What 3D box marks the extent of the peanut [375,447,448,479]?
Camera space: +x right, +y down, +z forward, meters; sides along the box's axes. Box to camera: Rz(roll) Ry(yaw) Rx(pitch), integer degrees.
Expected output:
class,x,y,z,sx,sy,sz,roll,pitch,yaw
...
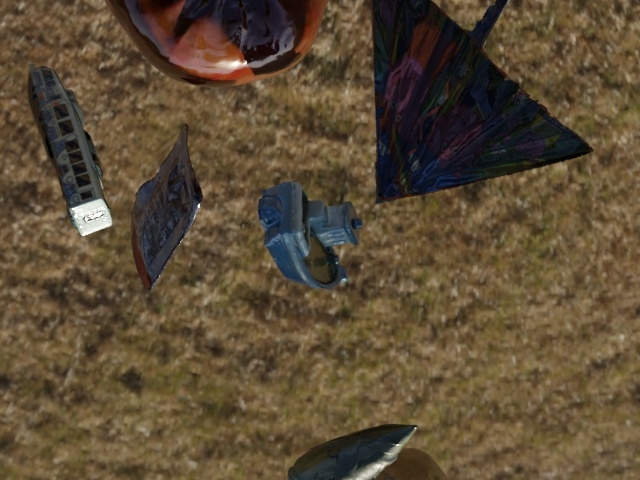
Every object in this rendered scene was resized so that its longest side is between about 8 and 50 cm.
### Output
class,x,y,z,sx,sy,sz,roll,pitch,yaw
peanut,0.021,0.407,1.269,0.169,0.387,0.192,-5,122,56

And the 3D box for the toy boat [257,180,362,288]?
class,x,y,z,sx,sy,sz,roll,pitch,yaw
toy boat,0.000,0.000,1.226,0.102,0.088,0.215,-7,153,11

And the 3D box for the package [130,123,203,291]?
class,x,y,z,sx,sy,sz,roll,pitch,yaw
package,-0.238,-0.048,1.579,0.030,0.154,0.239,8,139,-33

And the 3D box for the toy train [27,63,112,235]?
class,x,y,z,sx,sy,sz,roll,pitch,yaw
toy train,-0.241,-0.096,0.993,0.047,0.207,0.043,-20,144,-8

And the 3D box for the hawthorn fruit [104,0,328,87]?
class,x,y,z,sx,sy,sz,roll,pitch,yaw
hawthorn fruit,-0.125,-0.342,1.285,0.308,0.325,0.308,0,118,0

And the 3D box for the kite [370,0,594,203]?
class,x,y,z,sx,sy,sz,roll,pitch,yaw
kite,0.100,-0.125,0.908,0.016,0.321,0.234,-1,133,-38

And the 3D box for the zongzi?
class,x,y,z,sx,sy,sz,roll,pitch,yaw
zongzi,0.028,0.220,1.063,0.109,0.055,0.119,-10,155,-35
